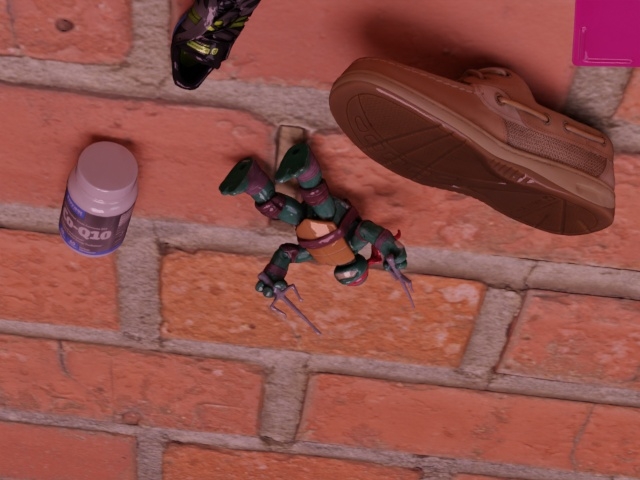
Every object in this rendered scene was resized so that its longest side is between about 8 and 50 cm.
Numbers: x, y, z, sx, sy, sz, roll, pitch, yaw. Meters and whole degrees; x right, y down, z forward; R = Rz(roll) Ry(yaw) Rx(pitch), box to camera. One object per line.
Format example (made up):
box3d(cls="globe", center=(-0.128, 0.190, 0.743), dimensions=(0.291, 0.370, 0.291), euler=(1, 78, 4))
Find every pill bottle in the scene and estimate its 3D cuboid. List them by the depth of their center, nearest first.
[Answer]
box3d(cls="pill bottle", center=(-0.243, -0.046, 1.678), dimensions=(0.078, 0.078, 0.137), euler=(12, 147, -10))

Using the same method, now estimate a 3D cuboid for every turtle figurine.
box3d(cls="turtle figurine", center=(0.000, 0.000, 1.679), dimensions=(0.175, 0.118, 0.234), euler=(-26, 123, 19))

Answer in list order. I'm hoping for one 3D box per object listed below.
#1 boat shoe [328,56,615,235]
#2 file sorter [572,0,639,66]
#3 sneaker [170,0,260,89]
box3d(cls="boat shoe", center=(0.153, -0.110, 1.486), dimensions=(0.341, 0.110, 0.122), euler=(24, 155, -33))
box3d(cls="file sorter", center=(0.292, -0.286, 1.108), dimensions=(0.202, 0.182, 0.290), euler=(2, 147, 8))
box3d(cls="sneaker", center=(-0.094, -0.203, 1.402), dimensions=(0.067, 0.078, 0.188), euler=(16, 146, -16))
